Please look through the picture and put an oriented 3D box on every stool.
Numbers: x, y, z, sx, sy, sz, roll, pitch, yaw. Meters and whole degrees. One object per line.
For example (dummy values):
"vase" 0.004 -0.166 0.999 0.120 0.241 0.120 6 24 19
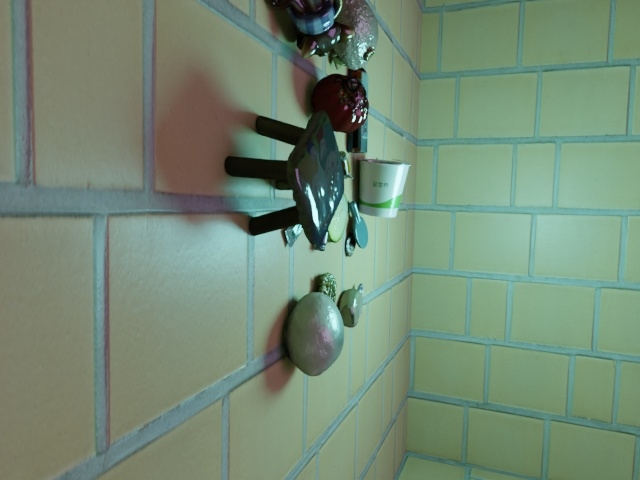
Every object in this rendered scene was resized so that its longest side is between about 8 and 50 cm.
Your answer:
"stool" -0.084 -0.181 1.411 0.310 0.226 0.310 -65 149 -42

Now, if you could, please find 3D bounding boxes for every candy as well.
"candy" 0.101 -0.317 2.102 0.046 0.053 0.182 -62 150 -24
"candy" -0.007 0.334 1.733 0.296 0.186 0.295 -4 94 -63

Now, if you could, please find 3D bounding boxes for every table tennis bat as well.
"table tennis bat" 0.178 -0.074 2.296 0.149 0.038 0.237 -54 131 -52

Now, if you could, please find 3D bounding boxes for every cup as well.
"cup" 0.295 -0.258 2.367 0.253 0.254 0.273 -25 122 -66

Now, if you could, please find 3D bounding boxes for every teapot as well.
"teapot" -0.003 -0.001 1.897 0.049 0.064 0.083 21 73 -35

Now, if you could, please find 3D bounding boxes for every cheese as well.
"cheese" 0.161 0.288 2.296 0.286 0.082 0.163 -45 134 -61

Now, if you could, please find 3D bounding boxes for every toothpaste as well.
"toothpaste" -0.057 -0.092 1.741 0.296 0.048 0.074 -60 147 -44

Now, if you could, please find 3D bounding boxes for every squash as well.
"squash" 0.057 -0.100 2.045 0.219 0.041 0.219 7 90 -66

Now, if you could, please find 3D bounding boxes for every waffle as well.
"waffle" 0.026 0.232 1.977 0.214 0.054 0.207 1 88 -74

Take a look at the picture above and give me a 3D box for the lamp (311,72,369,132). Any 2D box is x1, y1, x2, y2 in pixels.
"lamp" 0.078 -0.507 1.792 0.227 0.227 0.226 3 90 -69

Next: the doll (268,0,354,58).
"doll" -0.041 -0.752 1.526 0.318 0.209 0.339 -43 140 -15

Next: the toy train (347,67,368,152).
"toy train" 0.172 -0.600 2.202 0.086 0.089 0.408 -12 104 -63

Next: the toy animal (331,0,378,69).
"toy animal" 0.130 -0.822 1.923 0.358 0.189 0.226 56 36 -56

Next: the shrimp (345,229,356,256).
"shrimp" 0.149 -0.002 2.290 0.091 0.034 0.160 61 38 -52
